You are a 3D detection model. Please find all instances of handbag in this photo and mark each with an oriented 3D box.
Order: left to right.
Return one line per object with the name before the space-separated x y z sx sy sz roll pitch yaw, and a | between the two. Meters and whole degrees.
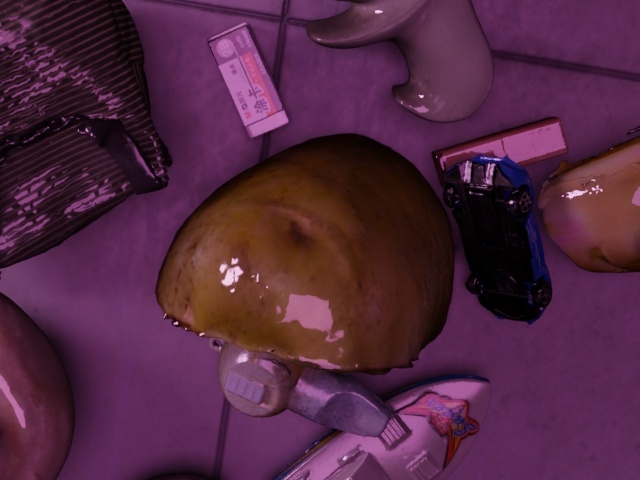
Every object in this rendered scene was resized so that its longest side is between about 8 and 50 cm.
handbag | -0.316 -0.105 1.077 0.340 0.247 0.240 -32 99 -7

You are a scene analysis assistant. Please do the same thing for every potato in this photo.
potato | 0.000 0.000 1.085 0.330 0.280 0.213 10 100 -1

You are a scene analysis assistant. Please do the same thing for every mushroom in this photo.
mushroom | -0.416 0.195 1.095 0.297 0.290 0.298 0 97 0

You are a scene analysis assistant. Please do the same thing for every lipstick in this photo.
lipstick | 0.203 -0.100 1.189 0.145 0.045 0.045 -17 96 2

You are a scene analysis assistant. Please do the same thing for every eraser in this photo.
eraser | -0.081 -0.180 1.181 0.052 0.029 0.122 -23 97 2

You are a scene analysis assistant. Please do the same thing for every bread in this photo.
bread | 0.373 -0.043 1.146 0.260 0.156 0.158 -22 96 3

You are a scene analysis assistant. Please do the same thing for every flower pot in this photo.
flower pot | 0.129 -0.325 1.089 0.254 0.164 0.368 27 108 -14

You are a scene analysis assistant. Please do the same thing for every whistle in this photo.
whistle | -0.023 0.153 1.183 0.223 0.123 0.123 23 97 5

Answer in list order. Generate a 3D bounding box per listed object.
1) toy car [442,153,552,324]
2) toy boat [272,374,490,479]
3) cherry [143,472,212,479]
toy car | 0.205 -0.001 1.166 0.063 0.103 0.216 -44 128 -34
toy boat | 0.079 0.252 1.215 0.295 0.088 0.129 -38 97 5
cherry | -0.177 0.360 1.216 0.148 0.115 0.188 14 104 -22
